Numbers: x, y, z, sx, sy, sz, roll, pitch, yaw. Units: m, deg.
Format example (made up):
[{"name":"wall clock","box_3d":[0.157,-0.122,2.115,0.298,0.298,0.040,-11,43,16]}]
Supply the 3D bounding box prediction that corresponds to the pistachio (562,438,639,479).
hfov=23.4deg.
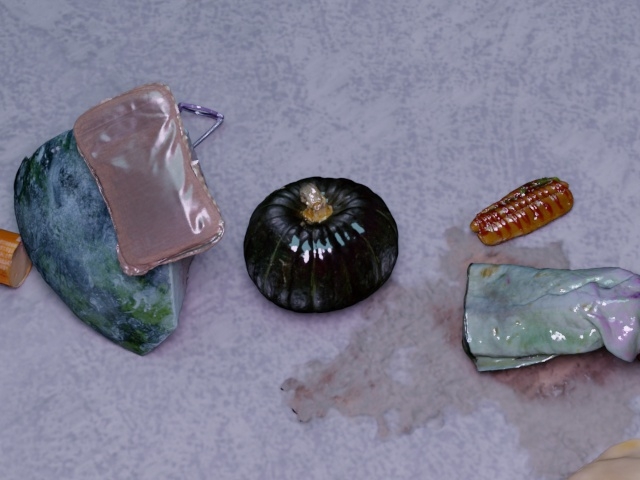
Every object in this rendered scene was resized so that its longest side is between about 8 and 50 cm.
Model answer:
[{"name":"pistachio","box_3d":[0.383,0.330,1.706,0.318,0.193,0.214,8,66,2]}]

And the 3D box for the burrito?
[{"name":"burrito","box_3d":[0.283,0.082,1.873,0.228,0.089,0.144,-6,57,23]}]

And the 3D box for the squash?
[{"name":"squash","box_3d":[0.001,0.004,1.928,0.193,0.156,0.193,12,48,-14]}]

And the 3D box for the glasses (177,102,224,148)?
[{"name":"glasses","box_3d":[-0.206,-0.135,2.084,0.140,0.062,0.104,9,85,8]}]

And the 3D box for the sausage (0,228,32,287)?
[{"name":"sausage","box_3d":[-0.490,-0.002,2.003,0.234,0.071,0.071,16,64,11]}]

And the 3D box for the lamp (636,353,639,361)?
[{"name":"lamp","box_3d":[0.425,0.124,1.873,0.101,0.090,0.101,3,29,-2]}]

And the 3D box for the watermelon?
[{"name":"watermelon","box_3d":[-0.230,-0.049,1.931,0.320,0.289,0.213,48,34,21]}]

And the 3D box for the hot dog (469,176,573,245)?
[{"name":"hot dog","box_3d":[0.259,-0.039,1.998,0.144,0.038,0.062,-24,63,-9]}]

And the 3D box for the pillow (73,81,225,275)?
[{"name":"pillow","box_3d":[-0.201,-0.074,1.803,0.135,0.034,0.211,-21,85,10]}]
